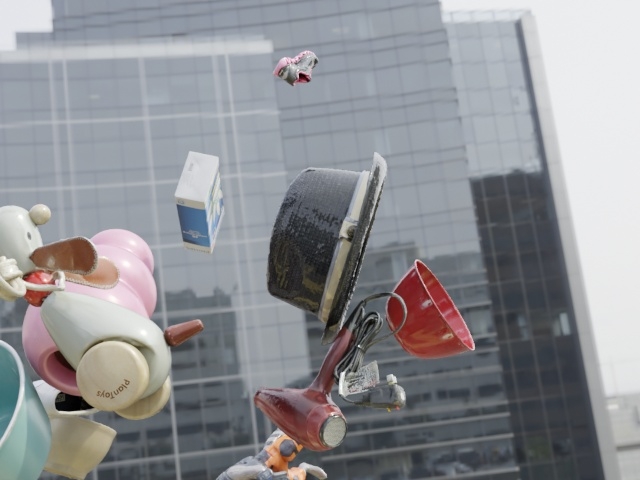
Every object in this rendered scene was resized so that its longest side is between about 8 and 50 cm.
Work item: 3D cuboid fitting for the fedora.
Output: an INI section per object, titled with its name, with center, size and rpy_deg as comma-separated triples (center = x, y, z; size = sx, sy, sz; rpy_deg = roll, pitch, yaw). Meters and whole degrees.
[fedora]
center = 0.000, 0.000, 1.566
size = 0.152, 0.334, 0.334
rpy_deg = 16, -11, 5

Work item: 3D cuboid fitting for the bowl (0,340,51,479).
[bowl]
center = -0.558, 0.328, 1.495
size = 0.311, 0.312, 0.163
rpy_deg = -12, -42, 21

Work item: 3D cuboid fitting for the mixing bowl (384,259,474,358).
[mixing bowl]
center = 0.174, 0.135, 1.599
size = 0.098, 0.181, 0.181
rpy_deg = -34, -19, 12

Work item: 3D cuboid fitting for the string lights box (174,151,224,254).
[string lights box]
center = -0.295, -0.088, 2.298
size = 0.076, 0.133, 0.260
rpy_deg = 11, -28, 4

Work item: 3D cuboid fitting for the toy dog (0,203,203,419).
[toy dog]
center = -0.277, 0.072, 1.177
size = 0.161, 0.334, 0.220
rpy_deg = -38, 11, -7

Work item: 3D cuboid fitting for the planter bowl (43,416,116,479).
[planter bowl]
center = -0.503, 0.414, 1.869
size = 0.162, 0.109, 0.162
rpy_deg = 13, -22, 5

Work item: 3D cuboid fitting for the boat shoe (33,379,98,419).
[boat shoe]
center = -0.434, 0.282, 1.763
size = 0.088, 0.096, 0.267
rpy_deg = -2, -2, 30

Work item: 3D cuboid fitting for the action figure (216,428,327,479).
[action figure]
center = -0.126, 0.534, 2.002
size = 0.330, 0.178, 0.341
rpy_deg = -28, -39, -43

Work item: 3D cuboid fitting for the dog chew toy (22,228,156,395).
[dog chew toy]
center = -0.371, 0.103, 1.587
size = 0.206, 0.332, 0.207
rpy_deg = 4, -53, 5

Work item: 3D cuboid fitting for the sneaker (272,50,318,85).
[sneaker]
center = -0.034, -0.304, 1.683
size = 0.119, 0.057, 0.047
rpy_deg = -33, -21, -51

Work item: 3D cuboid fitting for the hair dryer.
[hair dryer]
center = 0.018, 0.221, 1.450
size = 0.293, 0.224, 0.080
rpy_deg = -26, -55, 24
